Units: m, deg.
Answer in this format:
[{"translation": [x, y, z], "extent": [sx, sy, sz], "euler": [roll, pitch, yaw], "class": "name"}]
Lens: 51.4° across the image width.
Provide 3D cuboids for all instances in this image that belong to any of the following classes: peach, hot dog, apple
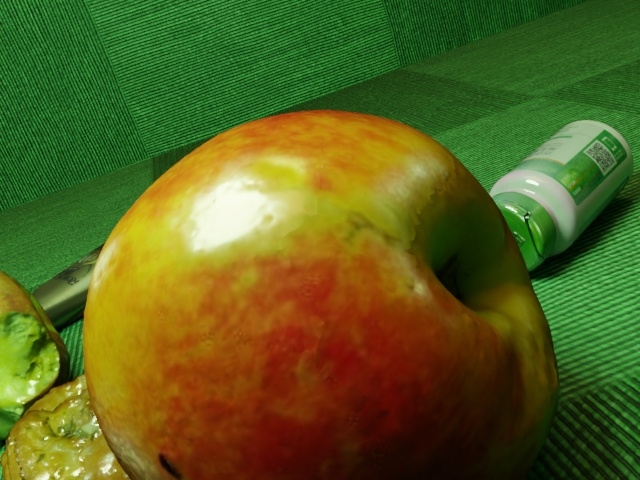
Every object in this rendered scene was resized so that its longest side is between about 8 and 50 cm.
[{"translation": [-0.012, 0.085, 0.562], "extent": [0.388, 0.388, 0.388], "euler": [-16, 22, 7], "class": "peach"}, {"translation": [-0.231, 0.226, 0.714], "extent": [0.196, 0.122, 0.272], "euler": [-24, 21, -17], "class": "hot dog"}, {"translation": [-0.475, 0.165, 0.902], "extent": [0.226, 0.246, 0.246], "euler": [-34, 26, -17], "class": "apple"}]

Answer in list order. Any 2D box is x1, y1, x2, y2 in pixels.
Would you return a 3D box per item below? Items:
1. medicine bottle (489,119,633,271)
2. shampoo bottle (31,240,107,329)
[{"translation": [0.326, -0.062, 0.940], "extent": [0.133, 0.133, 0.274], "euler": [5, 32, 45], "class": "medicine bottle"}, {"translation": [-0.465, 0.096, 1.258], "extent": [0.126, 0.084, 0.350], "euler": [1, 30, 36], "class": "shampoo bottle"}]
